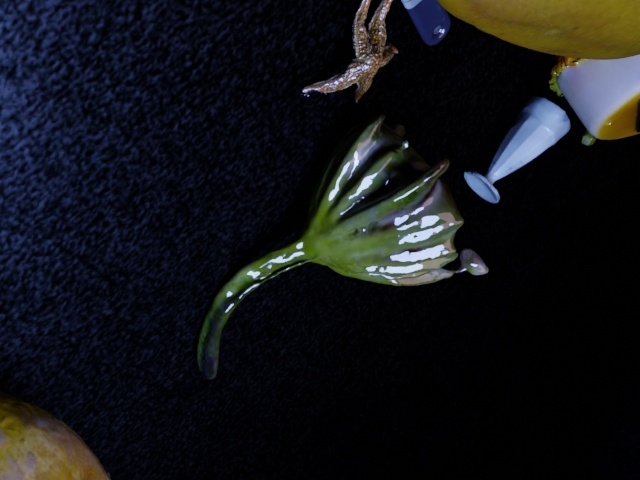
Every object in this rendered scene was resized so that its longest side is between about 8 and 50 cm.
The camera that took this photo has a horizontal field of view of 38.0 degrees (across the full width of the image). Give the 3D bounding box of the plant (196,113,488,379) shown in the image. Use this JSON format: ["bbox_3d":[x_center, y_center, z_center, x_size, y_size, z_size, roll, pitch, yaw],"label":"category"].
[{"bbox_3d":[0.014,0.019,1.014,0.333,0.180,0.251,-35,135,-22],"label":"plant"}]

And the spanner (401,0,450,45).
[{"bbox_3d":[0.073,-0.276,0.927,0.087,0.024,0.316,-51,151,0],"label":"spanner"}]

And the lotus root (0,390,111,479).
[{"bbox_3d":[-0.305,0.216,0.805,0.188,0.199,0.180,-73,144,-59],"label":"lotus root"}]

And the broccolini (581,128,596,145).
[{"bbox_3d":[0.455,-0.229,1.461,0.067,0.058,0.216,-37,147,-32],"label":"broccolini"}]

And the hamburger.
[{"bbox_3d":[0.449,-0.254,1.237,0.294,0.179,0.276,-17,169,17],"label":"hamburger"}]

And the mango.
[{"bbox_3d":[0.272,-0.329,0.947,0.446,0.232,0.300,-12,132,-35],"label":"mango"}]

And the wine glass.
[{"bbox_3d":[0.274,-0.129,1.309,0.155,0.073,0.073,-44,149,-8],"label":"wine glass"}]

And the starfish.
[{"bbox_3d":[0.039,-0.179,0.957,0.130,0.041,0.133,-41,147,-17],"label":"starfish"}]
